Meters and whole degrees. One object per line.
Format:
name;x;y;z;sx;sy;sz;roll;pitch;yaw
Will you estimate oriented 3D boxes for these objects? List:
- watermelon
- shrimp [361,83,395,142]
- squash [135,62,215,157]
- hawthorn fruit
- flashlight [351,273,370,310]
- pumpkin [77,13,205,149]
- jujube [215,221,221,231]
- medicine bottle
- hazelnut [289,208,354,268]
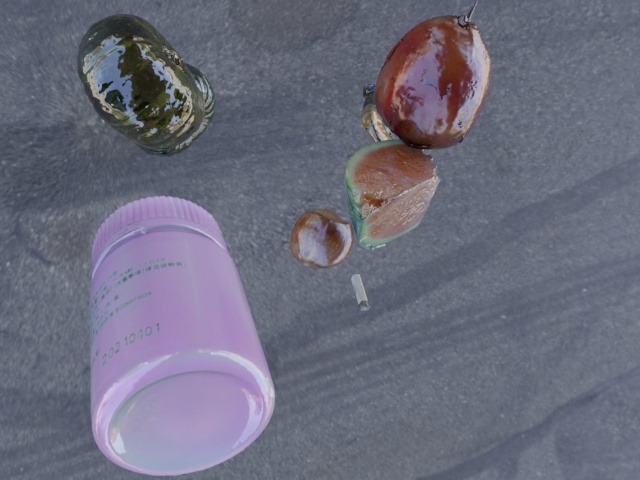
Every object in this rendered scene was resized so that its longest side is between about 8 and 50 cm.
watermelon;0.095;-0.057;0.952;0.231;0.128;0.146;-27;139;-38
shrimp;0.199;-0.339;1.780;0.222;0.291;0.054;32;127;-33
squash;-0.385;-0.335;1.547;0.165;0.252;0.252;41;84;6
hawthorn fruit;0.177;-0.258;0.920;0.181;0.181;0.235;5;122;-20
flashlight;0.082;0.106;1.239;0.018;0.083;0.018;3;136;-20
pumpkin;-0.284;-0.246;0.959;0.157;0.224;0.224;-31;109;9
jujube;-0.395;0.009;1.664;0.255;0.190;0.190;7;98;14
medicine bottle;-0.168;0.093;0.688;0.178;0.291;0.178;-11;128;-15
hazelnut;0.000;0.000;1.407;0.143;0.154;0.143;-32;133;-43
